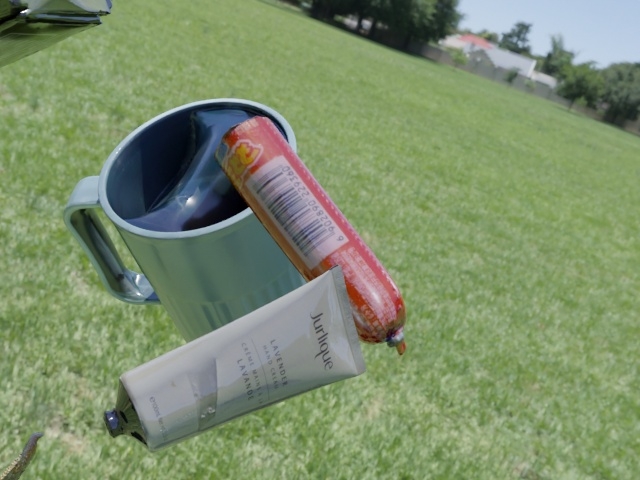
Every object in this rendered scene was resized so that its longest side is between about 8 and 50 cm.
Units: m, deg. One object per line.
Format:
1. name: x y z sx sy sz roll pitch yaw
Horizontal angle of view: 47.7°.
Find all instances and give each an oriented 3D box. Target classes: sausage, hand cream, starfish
1. sausage: 0.000 0.000 0.719 0.274 0.074 0.074 52 24 10
2. hand cream: -0.056 0.088 0.494 0.186 0.087 0.054 -21 17 -21
3. starfish: -0.522 0.430 1.091 0.048 0.295 0.231 34 15 12

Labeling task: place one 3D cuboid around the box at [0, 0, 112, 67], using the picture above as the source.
1. box: -0.426 -0.285 0.567 0.419 0.373 0.138 -16 11 15

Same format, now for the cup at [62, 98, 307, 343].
1. cup: -0.164 0.014 1.032 0.331 0.311 0.257 -23 48 -8
